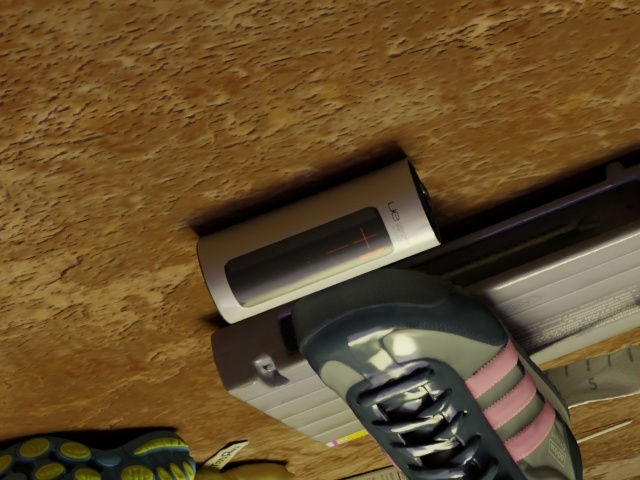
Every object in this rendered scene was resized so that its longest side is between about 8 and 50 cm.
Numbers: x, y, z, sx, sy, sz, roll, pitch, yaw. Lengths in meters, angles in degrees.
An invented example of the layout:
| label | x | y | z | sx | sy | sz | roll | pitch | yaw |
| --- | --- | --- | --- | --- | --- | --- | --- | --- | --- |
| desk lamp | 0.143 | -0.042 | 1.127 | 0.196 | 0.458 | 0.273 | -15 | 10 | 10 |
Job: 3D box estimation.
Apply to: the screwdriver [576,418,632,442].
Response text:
| label | x | y | z | sx | sy | sz | roll | pitch | yaw |
| --- | --- | --- | --- | --- | --- | --- | --- | --- | --- |
| screwdriver | 0.252 | 0.220 | 1.845 | 0.170 | 0.024 | 0.025 | -19 | -172 | -3 |

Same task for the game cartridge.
| label | x | y | z | sx | sy | sz | roll | pitch | yaw |
| --- | --- | --- | --- | --- | --- | --- | --- | --- | --- |
| game cartridge | 0.122 | 0.044 | 1.235 | 0.355 | 0.068 | 0.230 | -22 | 163 | 10 |

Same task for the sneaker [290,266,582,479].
| label | x | y | z | sx | sy | sz | roll | pitch | yaw |
| --- | --- | --- | --- | --- | --- | --- | --- | --- | --- |
| sneaker | 0.093 | 0.127 | 1.130 | 0.112 | 0.131 | 0.319 | -25 | 142 | 23 |

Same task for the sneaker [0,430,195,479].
| label | x | y | z | sx | sy | sz | roll | pitch | yaw |
| --- | --- | --- | --- | --- | --- | --- | --- | --- | --- |
| sneaker | -0.180 | 0.189 | 1.338 | 0.188 | 0.067 | 0.078 | 0 | 147 | -47 |

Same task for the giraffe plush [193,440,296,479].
| label | x | y | z | sx | sy | sz | roll | pitch | yaw |
| --- | --- | --- | --- | --- | --- | --- | --- | --- | --- |
| giraffe plush | -0.084 | 0.291 | 1.533 | 0.181 | 0.170 | 0.210 | -10 | 158 | -20 |

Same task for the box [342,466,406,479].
| label | x | y | z | sx | sy | sz | roll | pitch | yaw |
| --- | --- | --- | --- | --- | --- | --- | --- | --- | --- |
| box | 0.076 | 0.293 | 1.735 | 0.137 | 0.126 | 0.072 | -13 | 158 | -11 |

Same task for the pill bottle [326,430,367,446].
| label | x | y | z | sx | sy | sz | roll | pitch | yaw |
| --- | --- | --- | --- | --- | --- | --- | --- | --- | --- |
| pill bottle | 0.037 | 0.133 | 1.410 | 0.083 | 0.043 | 0.043 | -20 | 160 | 6 |

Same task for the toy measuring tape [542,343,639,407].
| label | x | y | z | sx | sy | sz | roll | pitch | yaw |
| --- | --- | --- | --- | --- | --- | --- | --- | --- | --- |
| toy measuring tape | 0.273 | 0.098 | 1.271 | 0.330 | 0.121 | 0.121 | -20 | 161 | 28 |

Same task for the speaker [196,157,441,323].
| label | x | y | z | sx | sy | sz | roll | pitch | yaw |
| --- | --- | --- | --- | --- | --- | --- | --- | --- | --- |
| speaker | 0.000 | 0.000 | 1.021 | 0.136 | 0.055 | 0.055 | -20 | 160 | 8 |
